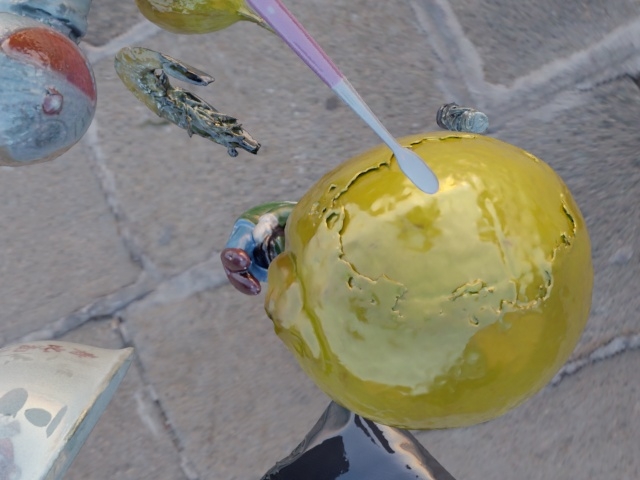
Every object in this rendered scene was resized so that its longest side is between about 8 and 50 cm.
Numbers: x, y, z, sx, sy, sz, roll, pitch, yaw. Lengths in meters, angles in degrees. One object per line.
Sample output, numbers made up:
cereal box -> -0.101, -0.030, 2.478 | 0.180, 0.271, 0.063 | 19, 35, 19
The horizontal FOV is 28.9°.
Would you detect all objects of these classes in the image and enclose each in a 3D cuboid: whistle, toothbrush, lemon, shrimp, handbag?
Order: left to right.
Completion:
whistle -> -0.298, -0.218, 1.296 | 0.189, 0.189, 0.347 | 16, 79, 15
shrimp -> -0.167, -0.180, 1.572 | 0.217, 0.150, 0.051 | 30, 68, 1
toothbrush -> -0.002, -0.136, 0.939 | 0.020, 0.025, 0.286 | -40, 113, 10
handbag -> 0.057, 0.329, 1.621 | 0.254, 0.089, 0.211 | 44, 101, 26
lemon -> 0.105, 0.038, 1.159 | 0.297, 0.297, 0.297 | 1, 95, 16

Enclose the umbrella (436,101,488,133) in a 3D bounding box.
umbrella -> 0.206, -0.179, 1.848 | 0.050, 0.188, 0.046 | 6, 99, -8

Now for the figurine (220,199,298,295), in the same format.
figurine -> -0.005, -0.011, 1.638 | 0.234, 0.185, 0.127 | -5, 110, 27

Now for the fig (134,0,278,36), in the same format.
fig -> -0.170, -0.378, 1.968 | 0.257, 0.159, 0.159 | 26, 102, 0

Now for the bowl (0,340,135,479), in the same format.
bowl -> -0.432, 0.273, 1.574 | 0.196, 0.435, 0.434 | 32, 103, -2
